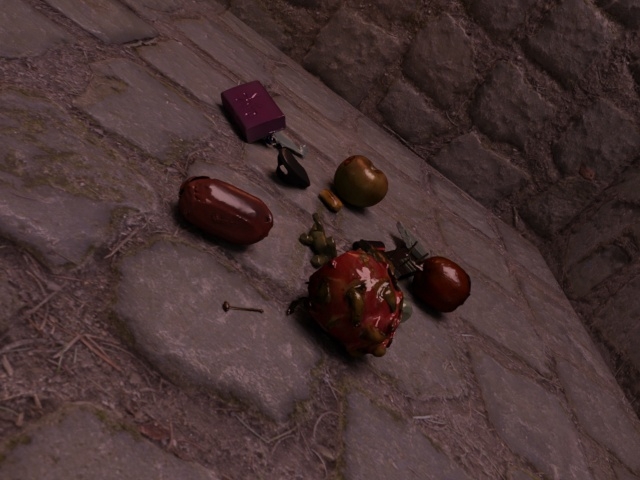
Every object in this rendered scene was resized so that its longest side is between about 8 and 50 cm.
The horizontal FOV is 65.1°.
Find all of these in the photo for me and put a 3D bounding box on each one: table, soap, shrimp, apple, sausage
[{"bbox_3d":[0.340,0.072,2.008,0.121,0.111,0.240,50,27,18],"label":"table"},{"bbox_3d":[-0.276,-0.532,2.057,0.181,0.081,0.259,-24,59,-16],"label":"soap"},{"bbox_3d":[0.154,0.071,1.722,0.173,0.058,0.253,-3,28,-24],"label":"shrimp"},{"bbox_3d":[0.177,-0.256,2.207,0.261,0.194,0.260,34,25,-18],"label":"apple"},{"bbox_3d":[-0.260,-0.081,1.397,0.280,0.152,0.152,26,30,-29],"label":"sausage"}]

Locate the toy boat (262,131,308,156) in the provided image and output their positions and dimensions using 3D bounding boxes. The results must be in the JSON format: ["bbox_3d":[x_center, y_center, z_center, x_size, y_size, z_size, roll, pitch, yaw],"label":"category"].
[{"bbox_3d":[-0.178,-0.442,2.166,0.292,0.070,0.210,39,30,-13],"label":"toy boat"}]

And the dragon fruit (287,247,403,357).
[{"bbox_3d":[0.099,0.184,1.378,0.269,0.250,0.291,-14,74,-53],"label":"dragon fruit"}]

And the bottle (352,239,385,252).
[{"bbox_3d":[0.185,0.025,1.930,0.164,0.060,0.060,3,45,-51],"label":"bottle"}]

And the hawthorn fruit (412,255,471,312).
[{"bbox_3d":[0.456,0.156,1.933,0.250,0.215,0.215,41,26,-11],"label":"hawthorn fruit"}]

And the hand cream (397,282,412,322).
[{"bbox_3d":[0.219,0.152,1.745,0.147,0.093,0.305,5,40,-28],"label":"hand cream"}]

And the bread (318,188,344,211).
[{"bbox_3d":[0.046,-0.165,2.049,0.106,0.053,0.072,47,22,24],"label":"bread"}]

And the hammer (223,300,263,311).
[{"bbox_3d":[-0.191,0.170,1.256,0.123,0.014,0.029,17,43,-45],"label":"hammer"}]

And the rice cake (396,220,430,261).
[{"bbox_3d":[0.420,0.023,2.234,0.198,0.037,0.189,36,24,-43],"label":"rice cake"}]

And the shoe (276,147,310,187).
[{"bbox_3d":[-0.121,-0.263,1.953,0.241,0.093,0.108,37,33,-63],"label":"shoe"}]

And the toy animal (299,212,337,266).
[{"bbox_3d":[0.000,0.000,1.707,0.101,0.103,0.218,40,16,-51],"label":"toy animal"}]
